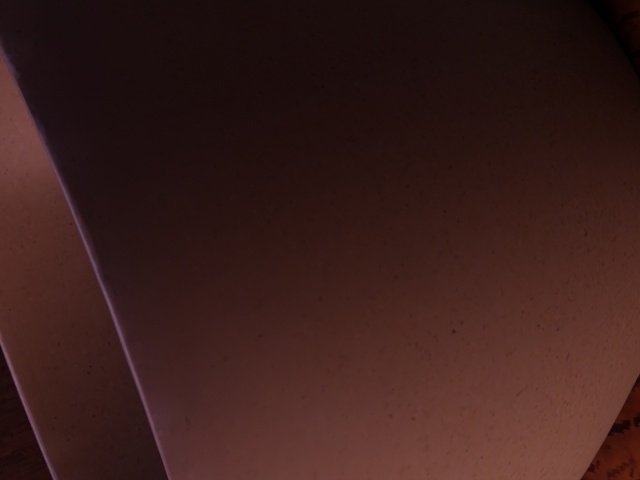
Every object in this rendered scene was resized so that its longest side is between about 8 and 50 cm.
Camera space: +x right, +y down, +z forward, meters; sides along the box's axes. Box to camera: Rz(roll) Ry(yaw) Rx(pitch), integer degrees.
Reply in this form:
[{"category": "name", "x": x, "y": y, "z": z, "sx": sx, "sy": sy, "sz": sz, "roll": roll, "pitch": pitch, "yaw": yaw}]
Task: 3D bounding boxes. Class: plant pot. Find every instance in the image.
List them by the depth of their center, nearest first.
[{"category": "plant pot", "x": 0.000, "y": 0.000, "z": 0.548, "sx": 0.284, "sy": 0.191, "sz": 0.284, "roll": 160, "pitch": 90, "yaw": -74}]
